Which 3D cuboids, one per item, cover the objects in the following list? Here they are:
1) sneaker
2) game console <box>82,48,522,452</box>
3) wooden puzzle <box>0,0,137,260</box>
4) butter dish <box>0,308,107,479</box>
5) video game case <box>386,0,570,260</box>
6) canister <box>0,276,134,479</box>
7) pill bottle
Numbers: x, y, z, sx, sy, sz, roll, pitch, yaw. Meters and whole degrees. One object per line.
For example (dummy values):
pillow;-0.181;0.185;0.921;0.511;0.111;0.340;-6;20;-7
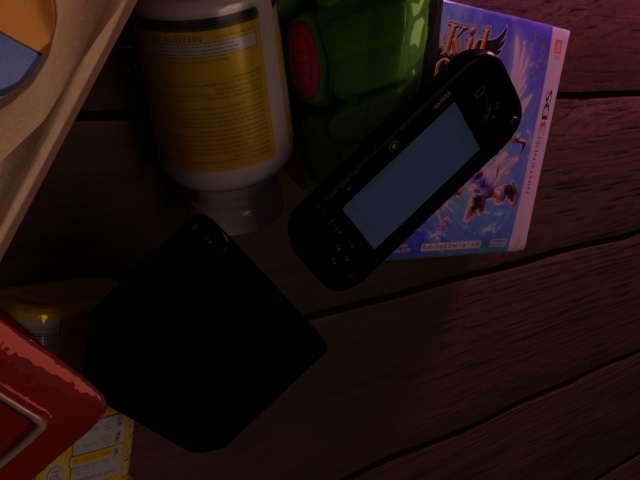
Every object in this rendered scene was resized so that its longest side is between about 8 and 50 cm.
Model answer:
sneaker;0.069;-0.260;0.860;0.202;0.185;0.483;-3;108;-47
game console;0.000;0.000;0.787;0.361;0.044;0.213;-44;151;-3
wooden puzzle;-0.268;-0.086;0.498;0.322;0.080;0.348;28;83;-29
butter dish;-0.238;0.081;0.678;0.160;0.118;0.160;-41;124;11
video game case;0.139;-0.108;1.109;0.269;0.061;0.244;-3;106;-50
canister;-0.185;0.118;0.788;0.126;0.073;0.170;-6;107;-51
pill bottle;-0.074;-0.100;0.811;0.103;0.103;0.184;-33;128;-39
